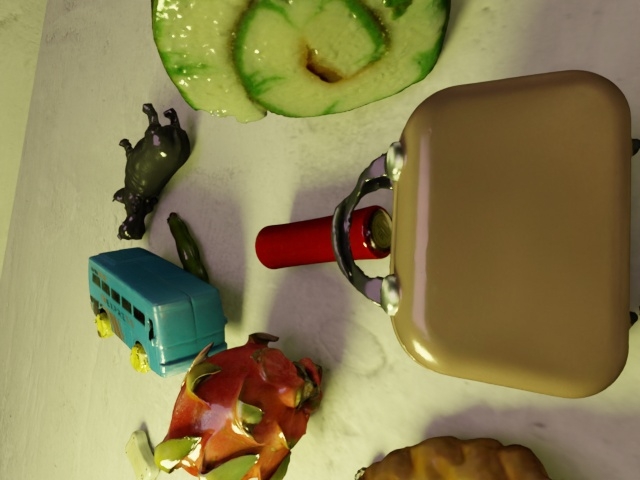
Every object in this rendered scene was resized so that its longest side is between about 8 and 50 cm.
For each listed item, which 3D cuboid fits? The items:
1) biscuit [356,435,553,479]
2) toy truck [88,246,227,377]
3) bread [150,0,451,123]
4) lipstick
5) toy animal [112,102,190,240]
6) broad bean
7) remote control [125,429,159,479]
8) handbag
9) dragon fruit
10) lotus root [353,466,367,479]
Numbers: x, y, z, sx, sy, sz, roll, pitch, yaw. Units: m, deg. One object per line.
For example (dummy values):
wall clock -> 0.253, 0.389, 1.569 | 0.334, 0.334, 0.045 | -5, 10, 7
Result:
biscuit -> 0.117, 0.349, 0.472 | 0.326, 0.325, 0.107 | -21, 112, 39
toy truck -> -0.339, 0.132, 0.957 | 0.385, 0.161, 0.162 | 19, 113, 46
bread -> -0.027, -0.282, 0.613 | 0.382, 0.366, 0.129 | -29, 60, 34
lipstick -> 0.000, 0.000, 0.744 | 0.241, 0.080, 0.080 | -7, 79, 42
toy animal -> -0.417, -0.160, 1.144 | 0.343, 0.106, 0.168 | -51, 60, 33
broad bean -> -0.282, 0.034, 1.027 | 0.297, 0.043, 0.060 | 61, 143, 31
remote control -> -0.402, 0.493, 1.081 | 0.122, 0.032, 0.074 | 46, 114, 36
handbag -> 0.152, -0.008, 0.492 | 0.283, 0.149, 0.301 | 2, 87, 9
dragon fruit -> -0.115, 0.257, 0.723 | 0.224, 0.224, 0.227 | 47, 112, 37
lotus root -> 0.064, 0.356, 0.665 | 0.038, 0.030, 0.083 | 6, 90, 14
